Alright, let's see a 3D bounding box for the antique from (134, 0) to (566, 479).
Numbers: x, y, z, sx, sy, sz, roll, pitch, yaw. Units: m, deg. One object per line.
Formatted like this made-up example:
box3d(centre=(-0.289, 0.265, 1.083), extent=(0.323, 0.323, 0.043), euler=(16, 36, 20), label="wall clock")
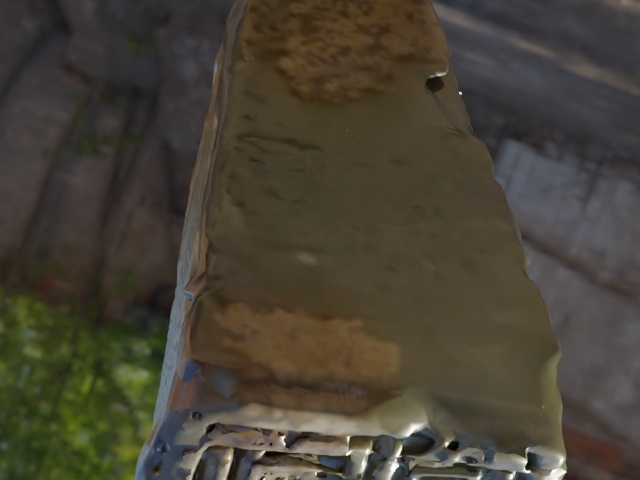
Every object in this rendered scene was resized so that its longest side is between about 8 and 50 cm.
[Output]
box3d(centre=(0.000, 0.000, 0.738), extent=(0.150, 0.125, 0.284), euler=(9, -137, -13), label="antique")
